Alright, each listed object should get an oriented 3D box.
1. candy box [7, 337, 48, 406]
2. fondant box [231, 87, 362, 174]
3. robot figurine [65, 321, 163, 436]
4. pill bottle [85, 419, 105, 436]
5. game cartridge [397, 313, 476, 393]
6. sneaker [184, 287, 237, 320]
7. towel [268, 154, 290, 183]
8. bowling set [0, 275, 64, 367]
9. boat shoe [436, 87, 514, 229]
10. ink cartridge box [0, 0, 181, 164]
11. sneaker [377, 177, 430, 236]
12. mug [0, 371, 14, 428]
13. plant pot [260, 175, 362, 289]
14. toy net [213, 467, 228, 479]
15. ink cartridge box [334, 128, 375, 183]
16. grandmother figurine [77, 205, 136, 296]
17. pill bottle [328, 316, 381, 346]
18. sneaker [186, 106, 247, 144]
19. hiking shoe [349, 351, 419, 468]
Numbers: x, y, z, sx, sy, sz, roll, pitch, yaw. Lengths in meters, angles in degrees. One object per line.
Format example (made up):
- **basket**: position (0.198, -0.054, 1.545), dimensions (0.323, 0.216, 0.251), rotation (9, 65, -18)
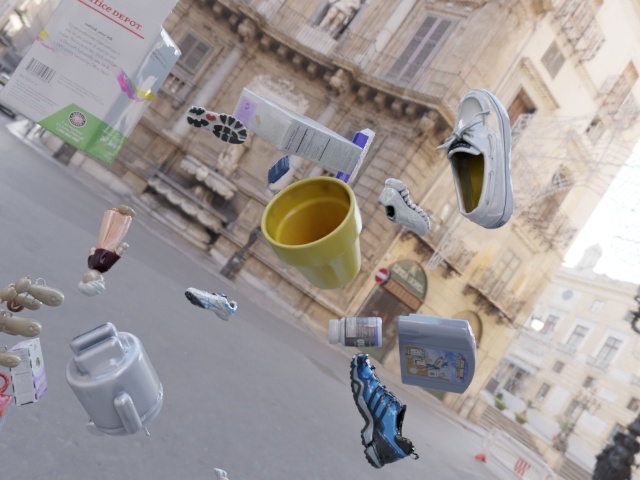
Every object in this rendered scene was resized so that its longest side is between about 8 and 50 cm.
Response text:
- **candy box**: position (-1.045, 0.465, 1.675), dimensions (0.070, 0.197, 0.164), rotation (-9, 2, -19)
- **fondant box**: position (-0.062, -0.316, 1.384), dimensions (0.238, 0.096, 0.330), rotation (38, 17, 34)
- **robot figurine**: position (-0.564, 0.399, 1.304), dimensions (0.300, 0.199, 0.354), rotation (40, -33, 51)
- **pill bottle**: position (-0.686, 0.557, 1.500), dimensions (0.067, 0.067, 0.120), rotation (35, 38, -11)
- **game cartridge**: position (0.310, 0.309, 1.245), dimensions (0.197, 0.062, 0.297), rotation (7, -44, 21)
- **sneaker**: position (-0.383, 0.210, 1.645), dimensions (0.085, 0.086, 0.237), rotation (14, -18, 35)
- **towel**: position (-0.153, -0.258, 1.701), dimensions (0.029, 0.067, 0.119), rotation (11, -27, -34)
- **bowling set**: position (-0.951, 0.224, 1.421), dimensions (0.199, 0.287, 0.154), rotation (19, -17, 33)
- **boat shoe**: position (0.347, -0.212, 1.100), dimensions (0.156, 0.368, 0.135), rotation (13, -20, -33)
- **ink cartridge box**: position (-0.428, -0.359, 0.930), dimensions (0.207, 0.354, 0.119), rotation (31, -3, 4)
- **sneaker**: position (0.312, -0.101, 1.778), dimensions (0.292, 0.118, 0.110), rotation (45, -20, -31)
- **mug**: position (-0.839, 0.391, 1.114), dimensions (0.169, 0.113, 0.150), rotation (21, 30, -21)
- **plant pot**: position (0.000, 0.000, 1.249), dimensions (0.254, 0.254, 0.239), rotation (31, -24, 41)
- **toy net**: position (-0.392, 1.085, 2.054), dimensions (0.045, 0.122, 0.232), rotation (-21, 35, -37)
- **ink cartridge box**: position (0.122, -0.295, 1.684), dimensions (0.045, 0.207, 0.208), rotation (29, 22, 8)
- **grandmother figurine**: position (-0.794, 0.043, 1.720), dimensions (0.207, 0.343, 0.104), rotation (-13, -34, 41)
- **pill bottle**: position (0.092, 0.241, 1.234), dimensions (0.137, 0.078, 0.078), rotation (-1, -10, 7)
- **sneaker**: position (-0.267, -0.309, 1.239), dimensions (0.169, 0.068, 0.071), rotation (25, 13, 3)
- **hiking shoe**: position (0.165, 0.440, 1.257), dimensions (0.113, 0.131, 0.304), rotation (57, 18, -54)
